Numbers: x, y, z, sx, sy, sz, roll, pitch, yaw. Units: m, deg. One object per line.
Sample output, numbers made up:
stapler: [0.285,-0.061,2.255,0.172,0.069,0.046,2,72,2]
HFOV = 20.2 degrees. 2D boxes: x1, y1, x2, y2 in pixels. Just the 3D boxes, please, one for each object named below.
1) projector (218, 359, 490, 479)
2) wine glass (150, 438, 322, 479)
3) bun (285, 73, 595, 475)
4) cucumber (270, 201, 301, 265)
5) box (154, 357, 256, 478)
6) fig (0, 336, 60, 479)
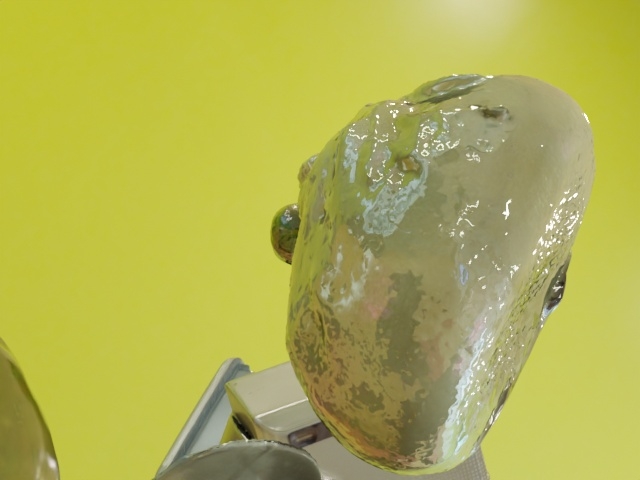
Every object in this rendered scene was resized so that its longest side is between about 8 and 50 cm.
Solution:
projector: [0.026,0.200,1.706,0.163,0.243,0.177,-145,-141,-69]
wine glass: [-0.023,0.221,0.894,0.103,0.103,0.231,57,13,-49]
bun: [0.061,0.010,1.179,0.179,0.283,0.283,22,-17,15]
cucumber: [0.000,0.000,1.409,0.056,0.056,0.284,42,3,10]
box: [-0.091,0.256,2.010,0.130,0.227,0.162,7,-49,23]
fig: [-0.234,0.104,0.760,0.233,0.233,0.314,48,-13,-20]
